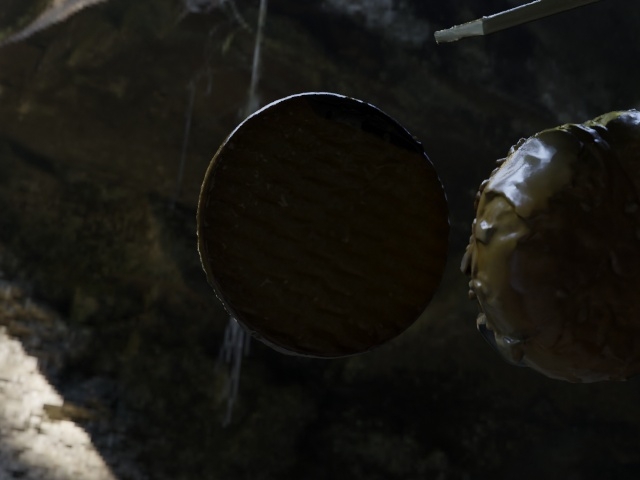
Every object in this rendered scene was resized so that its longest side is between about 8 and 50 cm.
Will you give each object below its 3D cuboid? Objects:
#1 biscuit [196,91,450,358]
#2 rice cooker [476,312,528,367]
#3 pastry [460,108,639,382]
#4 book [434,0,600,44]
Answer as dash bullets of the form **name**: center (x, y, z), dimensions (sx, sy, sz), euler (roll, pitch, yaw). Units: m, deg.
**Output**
- **biscuit**: center (0.007, -0.017, 1.532), dimensions (0.318, 0.317, 0.040), euler (16, -10, -17)
- **rice cooker**: center (0.331, 0.120, 1.955), dimensions (0.203, 0.142, 0.118), euler (-8, -61, 53)
- **pastry**: center (0.292, 0.003, 1.401), dimensions (0.316, 0.184, 0.284), euler (-28, -75, -15)
- **book**: center (0.247, -0.250, 1.385), dimensions (0.217, 0.021, 0.310), euler (-16, 7, -2)
